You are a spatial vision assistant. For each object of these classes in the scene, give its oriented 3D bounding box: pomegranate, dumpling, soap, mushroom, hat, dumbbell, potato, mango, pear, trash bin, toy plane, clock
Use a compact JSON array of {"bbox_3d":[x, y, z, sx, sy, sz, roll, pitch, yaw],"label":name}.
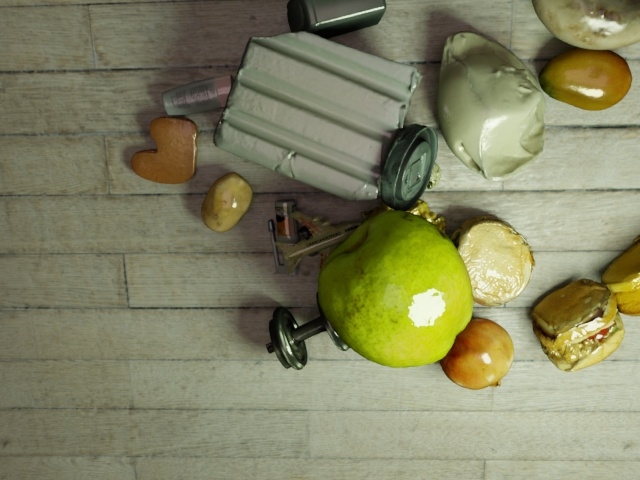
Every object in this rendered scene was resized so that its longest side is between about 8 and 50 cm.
[{"bbox_3d":[0.438,0.318,1.348,0.209,0.209,0.209,0,101,2],"label":"pomegranate"},{"bbox_3d":[0.454,-0.358,1.242,0.315,0.233,0.395,-20,86,-26],"label":"dumpling"},{"bbox_3d":[-0.013,-0.328,1.231,0.435,0.213,0.350,19,104,-2],"label":"soap"},{"bbox_3d":[0.678,-0.635,1.094,0.362,0.294,0.362,0,91,5],"label":"mushroom"},{"bbox_3d":[0.298,-0.182,1.327,0.076,0.059,0.077,10,97,-5],"label":"hat"},{"bbox_3d":[-0.023,0.251,1.357,0.290,0.192,0.192,-25,99,8],"label":"dumbbell"},{"bbox_3d":[-0.264,-0.103,1.338,0.118,0.109,0.178,27,107,-26],"label":"potato"},{"bbox_3d":[0.685,-0.423,1.233,0.221,0.120,0.151,21,99,4],"label":"mango"},{"bbox_3d":[0.189,0.133,1.179,0.391,0.391,0.391,0,101,2],"label":"pear"},{"bbox_3d":[0.035,-0.575,1.201,0.236,0.177,0.101,-14,99,1],"label":"trash bin"},{"bbox_3d":[0.000,0.000,1.337,0.244,0.092,0.229,-27,119,-10],"label":"toy plane"},{"bbox_3d":[0.226,-0.182,1.205,0.049,0.226,0.226,26,103,29],"label":"clock"}]

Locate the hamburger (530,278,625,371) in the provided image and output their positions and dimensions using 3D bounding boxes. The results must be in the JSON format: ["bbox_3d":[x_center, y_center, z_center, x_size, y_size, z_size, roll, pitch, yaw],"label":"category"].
[{"bbox_3d":[0.707,0.231,1.312,0.244,0.244,0.163,-38,97,9],"label":"hamburger"}]

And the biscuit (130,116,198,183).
[{"bbox_3d":[-0.440,-0.253,1.337,0.186,0.036,0.192,9,110,0],"label":"biscuit"}]

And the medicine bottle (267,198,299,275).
[{"bbox_3d":[-0.105,-0.007,1.380,0.092,0.061,0.220,0,102,27],"label":"medicine bottle"}]

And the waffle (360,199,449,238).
[{"bbox_3d":[0.221,0.025,1.369,0.329,0.062,0.329,1,102,3],"label":"waffle"}]

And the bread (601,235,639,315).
[{"bbox_3d":[0.899,0.088,1.286,0.270,0.195,0.142,-40,91,-6],"label":"bread"}]

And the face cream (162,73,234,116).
[{"bbox_3d":[-0.329,-0.395,1.309,0.198,0.057,0.084,-11,105,2],"label":"face cream"}]

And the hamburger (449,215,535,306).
[{"bbox_3d":[0.459,0.052,1.313,0.286,0.146,0.243,-25,103,-5],"label":"hamburger"}]
